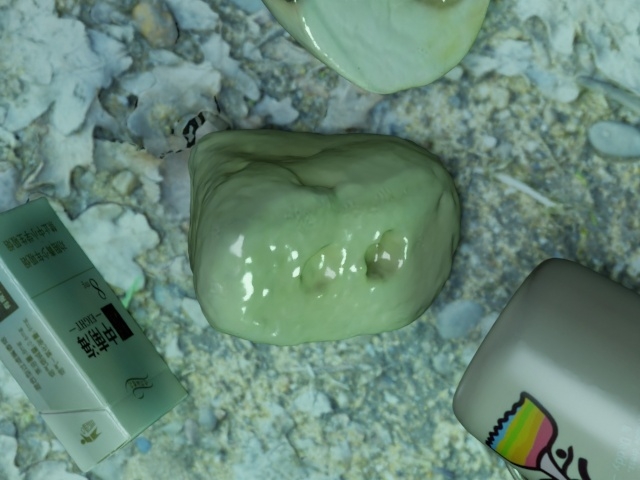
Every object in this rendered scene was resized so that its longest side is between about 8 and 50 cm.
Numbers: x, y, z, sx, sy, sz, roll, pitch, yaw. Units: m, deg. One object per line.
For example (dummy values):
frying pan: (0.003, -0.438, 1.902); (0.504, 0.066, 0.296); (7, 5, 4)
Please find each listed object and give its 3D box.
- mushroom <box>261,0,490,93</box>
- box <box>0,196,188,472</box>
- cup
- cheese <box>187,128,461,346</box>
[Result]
mushroom: (0.042, -0.238, 1.625); (0.236, 0.173, 0.162); (-44, 41, -15)
box: (-0.240, 0.084, 1.746); (0.067, 0.155, 0.243); (-36, 88, 21)
cup: (0.227, 0.150, 1.621); (0.200, 0.191, 0.253); (32, 141, 12)
cheese: (0.001, 0.002, 1.632); (0.248, 0.251, 0.173); (0, 102, 1)
